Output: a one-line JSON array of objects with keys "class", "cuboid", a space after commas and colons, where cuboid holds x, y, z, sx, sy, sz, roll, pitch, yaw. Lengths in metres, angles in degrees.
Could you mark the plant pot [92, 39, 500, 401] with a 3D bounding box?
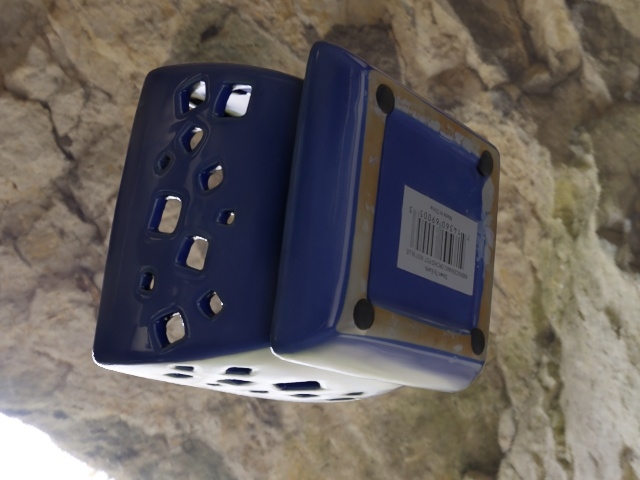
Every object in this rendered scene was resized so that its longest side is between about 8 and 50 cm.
[{"class": "plant pot", "cuboid": [0.000, 0.000, 0.565, 0.212, 0.235, 0.236, -6, -18, 42]}]
